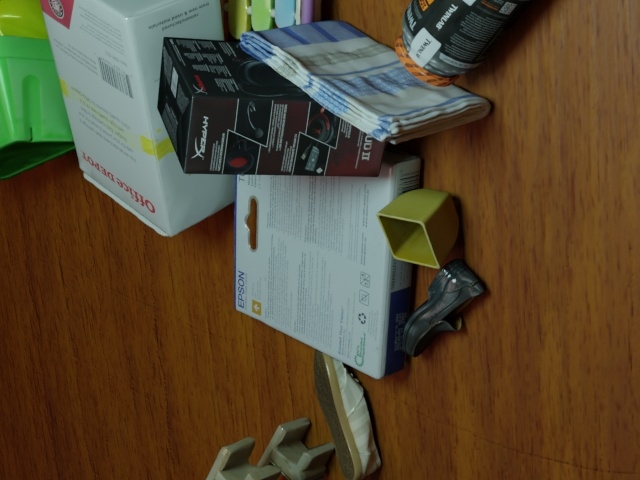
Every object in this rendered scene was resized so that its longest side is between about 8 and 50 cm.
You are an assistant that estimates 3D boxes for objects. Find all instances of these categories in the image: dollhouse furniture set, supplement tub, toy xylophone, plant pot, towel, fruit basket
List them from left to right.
[{"bbox_3d":[-0.558,-0.312,1.883,0.392,0.283,0.392,4,96,41],"label":"fruit basket"},{"bbox_3d":[-0.109,-0.408,1.567,0.323,0.081,0.236,8,108,44],"label":"toy xylophone"},{"bbox_3d":[-0.073,0.512,1.584,0.362,0.394,0.256,42,119,28],"label":"dollhouse furniture set"},{"bbox_3d":[0.057,-0.213,1.367,0.285,0.209,0.034,37,128,33],"label":"towel"},{"bbox_3d":[0.140,-0.024,1.427,0.081,0.083,0.081,13,138,43],"label":"plant pot"},{"bbox_3d":[0.176,-0.282,1.291,0.117,0.117,0.190,55,133,18],"label":"supplement tub"}]

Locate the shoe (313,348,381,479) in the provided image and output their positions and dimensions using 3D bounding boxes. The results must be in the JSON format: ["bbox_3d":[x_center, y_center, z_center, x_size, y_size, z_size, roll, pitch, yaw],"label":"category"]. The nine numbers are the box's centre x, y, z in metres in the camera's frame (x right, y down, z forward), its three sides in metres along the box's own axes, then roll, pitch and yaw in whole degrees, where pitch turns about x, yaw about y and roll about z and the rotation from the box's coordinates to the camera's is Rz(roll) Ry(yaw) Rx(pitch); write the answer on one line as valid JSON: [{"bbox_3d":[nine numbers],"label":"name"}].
[{"bbox_3d":[0.040,0.260,1.652,0.076,0.058,0.219,-22,82,67],"label":"shoe"}]

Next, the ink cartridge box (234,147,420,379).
[{"bbox_3d":[0.000,0.000,1.596,0.330,0.071,0.324,22,118,43],"label":"ink cartridge box"}]

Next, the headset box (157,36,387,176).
[{"bbox_3d":[-0.053,-0.178,1.420,0.218,0.293,0.110,-121,36,-55],"label":"headset box"}]

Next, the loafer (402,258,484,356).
[{"bbox_3d":[0.165,0.106,1.468,0.061,0.062,0.170,42,130,22],"label":"loafer"}]

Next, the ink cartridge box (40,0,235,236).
[{"bbox_3d":[-0.276,-0.240,1.653,0.279,0.160,0.384,34,142,37],"label":"ink cartridge box"}]
